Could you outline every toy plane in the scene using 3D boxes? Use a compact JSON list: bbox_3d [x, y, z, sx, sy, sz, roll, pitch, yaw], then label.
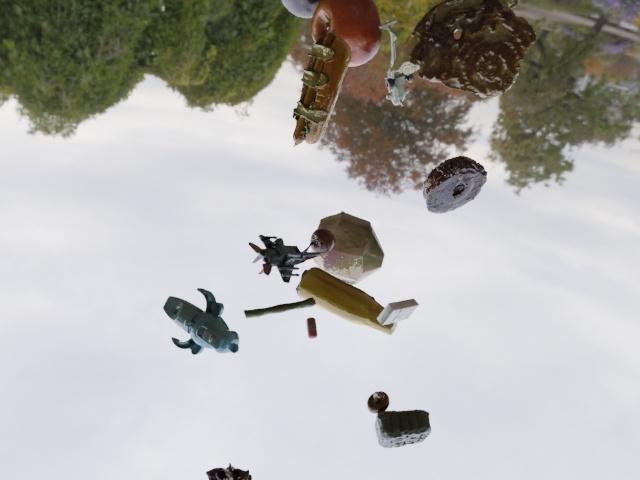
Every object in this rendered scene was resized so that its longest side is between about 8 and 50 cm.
[{"bbox_3d":[-0.110,0.054,2.011,0.326,0.104,0.223,-9,-124,-40],"label":"toy plane"},{"bbox_3d":[0.243,-0.569,1.781,0.092,0.286,0.108,-22,-131,-6],"label":"toy plane"}]

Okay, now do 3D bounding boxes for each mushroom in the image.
[{"bbox_3d":[0.207,0.568,1.913,0.088,0.129,0.073,-32,-107,-20],"label":"mushroom"}]

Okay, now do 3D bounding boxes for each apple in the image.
[{"bbox_3d":[0.086,-0.731,1.871,0.206,0.251,0.272,-11,-115,-22],"label":"apple"}]

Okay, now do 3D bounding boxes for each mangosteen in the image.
[{"bbox_3d":[-0.033,-0.955,2.019,0.265,0.228,0.228,-2,-174,43],"label":"mangosteen"}]

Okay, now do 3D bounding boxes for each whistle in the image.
[{"bbox_3d":[-0.339,0.244,1.549,0.274,0.186,0.093,29,-177,22],"label":"whistle"}]

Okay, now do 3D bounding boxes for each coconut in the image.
[{"bbox_3d":[0.135,0.040,2.525,0.352,0.353,0.352,11,-159,-4],"label":"coconut"}]

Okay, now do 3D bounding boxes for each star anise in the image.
[{"bbox_3d":[-0.280,0.656,1.489,0.190,0.097,0.070,-12,-121,16],"label":"star anise"}]

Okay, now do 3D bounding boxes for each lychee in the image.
[{"bbox_3d":[0.003,-0.003,2.172,0.114,0.101,0.140,-18,144,41],"label":"lychee"}]

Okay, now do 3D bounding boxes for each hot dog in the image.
[{"bbox_3d":[-0.005,-0.334,1.216,0.072,0.269,0.109,5,-157,-36],"label":"hot dog"}]

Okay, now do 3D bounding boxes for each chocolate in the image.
[{"bbox_3d":[0.116,0.264,2.258,0.445,0.162,0.162,26,-156,24],"label":"chocolate"}]

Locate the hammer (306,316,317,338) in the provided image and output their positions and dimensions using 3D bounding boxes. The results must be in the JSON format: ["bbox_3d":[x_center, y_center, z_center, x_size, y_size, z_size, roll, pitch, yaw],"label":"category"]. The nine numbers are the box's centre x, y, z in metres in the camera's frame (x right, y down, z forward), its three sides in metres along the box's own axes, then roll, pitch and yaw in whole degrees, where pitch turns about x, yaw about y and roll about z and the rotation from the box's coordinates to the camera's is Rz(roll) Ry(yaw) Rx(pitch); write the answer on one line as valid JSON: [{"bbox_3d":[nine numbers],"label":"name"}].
[{"bbox_3d":[-0.033,0.336,2.090,0.043,0.043,0.083,4,-116,-23],"label":"hammer"}]

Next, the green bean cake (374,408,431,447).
[{"bbox_3d":[0.288,0.656,1.898,0.185,0.183,0.094,-7,-124,-2],"label":"green bean cake"}]

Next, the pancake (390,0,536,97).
[{"bbox_3d":[0.285,-0.397,1.052,0.257,0.212,0.056,12,-165,-4],"label":"pancake"}]

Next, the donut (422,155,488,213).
[{"bbox_3d":[0.444,-0.192,1.827,0.235,0.235,0.089,-1,-132,-33],"label":"donut"}]

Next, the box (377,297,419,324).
[{"bbox_3d":[0.283,0.259,1.981,0.154,0.084,0.040,-3,-133,-44],"label":"box"}]

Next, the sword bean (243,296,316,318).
[{"bbox_3d":[-0.146,0.248,1.990,0.269,0.038,0.043,-9,-156,-11],"label":"sword bean"}]
